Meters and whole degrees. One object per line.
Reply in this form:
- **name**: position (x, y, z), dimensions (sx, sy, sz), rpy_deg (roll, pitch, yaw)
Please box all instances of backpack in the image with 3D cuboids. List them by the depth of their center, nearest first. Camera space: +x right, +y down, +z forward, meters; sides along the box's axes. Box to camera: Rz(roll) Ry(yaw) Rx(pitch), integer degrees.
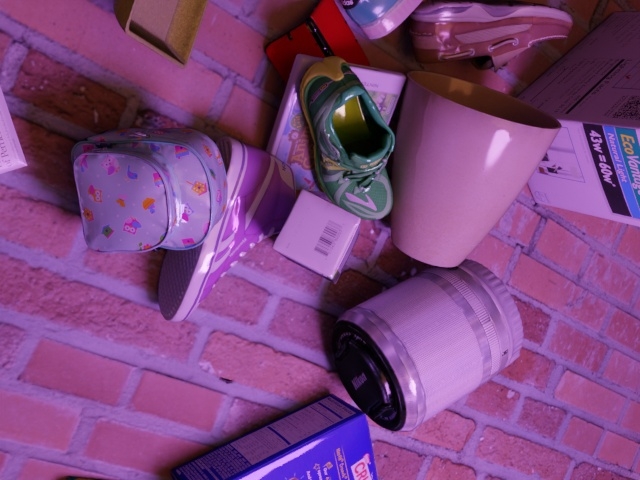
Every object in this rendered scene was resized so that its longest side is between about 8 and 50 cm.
- **backpack**: position (-0.220, -0.064, 1.032), dimensions (0.188, 0.144, 0.166), rpy_deg (-3, 106, 3)

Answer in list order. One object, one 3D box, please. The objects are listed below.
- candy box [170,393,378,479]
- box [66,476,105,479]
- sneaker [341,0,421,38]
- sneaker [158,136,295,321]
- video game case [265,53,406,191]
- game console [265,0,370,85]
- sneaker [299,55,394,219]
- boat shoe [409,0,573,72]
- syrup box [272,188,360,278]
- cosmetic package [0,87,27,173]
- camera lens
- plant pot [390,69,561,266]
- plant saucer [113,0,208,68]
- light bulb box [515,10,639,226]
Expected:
- **candy box**: position (-0.059, 0.444, 1.323), dimensions (0.317, 0.122, 0.268), rpy_deg (-20, 111, -25)
- **box**: position (-0.312, 0.422, 1.207), dimensions (0.179, 0.043, 0.105), rpy_deg (20, 92, -32)
- **sneaker**: position (0.140, -0.459, 1.215), dimensions (0.302, 0.108, 0.121), rpy_deg (-52, 127, -8)
- **sneaker**: position (-0.124, 0.004, 1.169), dimensions (0.161, 0.102, 0.282), rpy_deg (19, 101, -39)
- **video game case**: position (0.017, -0.171, 1.225), dimensions (0.193, 0.023, 0.213), rpy_deg (2, 122, -33)
- **game console**: position (-0.001, -0.283, 1.231), dimensions (0.124, 0.085, 0.144), rpy_deg (-29, 120, 12)
- **sneaker**: position (0.049, -0.127, 1.175), dimensions (0.109, 0.123, 0.296), rpy_deg (-32, 134, -8)
- **boat shoe**: position (0.284, -0.347, 1.339), dimensions (0.324, 0.123, 0.117), rpy_deg (-5, 113, -24)
- **syrup box**: position (0.000, 0.000, 1.173), dimensions (0.096, 0.237, 0.093), rpy_deg (27, 87, 5)
- **cosmetic package**: position (-0.442, -0.190, 0.950), dimensions (0.098, 0.060, 0.239), rpy_deg (-23, 114, -25)
- **camera lens**: position (0.174, 0.174, 1.337), dimensions (0.274, 0.219, 0.220), rpy_deg (-26, 115, -24)
- **plant pot**: position (0.219, -0.105, 1.301), dimensions (0.256, 0.256, 0.274), rpy_deg (2, 117, -32)
- **plant saucer**: position (-0.199, -0.337, 1.026), dimensions (0.188, 0.045, 0.188), rpy_deg (9, 101, -77)
- **light bulb box**: position (0.589, -0.224, 1.407), dimensions (0.358, 0.361, 0.225), rpy_deg (-41, 120, -16)
